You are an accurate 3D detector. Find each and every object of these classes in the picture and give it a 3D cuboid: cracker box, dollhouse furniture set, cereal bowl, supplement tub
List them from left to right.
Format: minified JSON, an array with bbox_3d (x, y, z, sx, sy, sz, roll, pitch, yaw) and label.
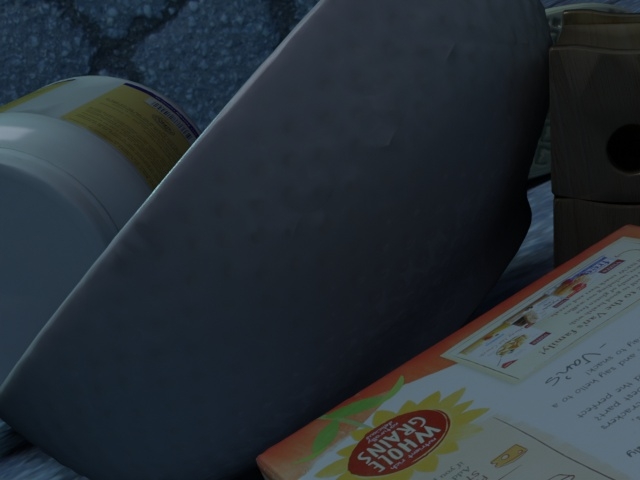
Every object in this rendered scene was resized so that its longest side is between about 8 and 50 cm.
[{"bbox_3d":[-0.225,-0.003,1.087,0.241,0.241,0.331,-25,11,13],"label":"supplement tub"},{"bbox_3d":[0.000,0.000,0.643,0.339,0.141,0.339,-48,2,3],"label":"cereal bowl"},{"bbox_3d":[0.095,0.072,0.325,0.156,0.067,0.232,-30,16,-14],"label":"cracker box"},{"bbox_3d":[0.197,-0.032,0.563,0.184,0.129,0.129,0,17,13],"label":"dollhouse furniture set"}]

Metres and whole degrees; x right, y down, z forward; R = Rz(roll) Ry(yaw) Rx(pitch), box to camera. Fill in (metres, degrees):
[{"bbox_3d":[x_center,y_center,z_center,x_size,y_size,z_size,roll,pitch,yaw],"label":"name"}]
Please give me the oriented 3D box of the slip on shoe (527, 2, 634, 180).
[{"bbox_3d":[0.105,-0.082,0.997,0.331,0.123,0.101,-30,6,11],"label":"slip on shoe"}]
